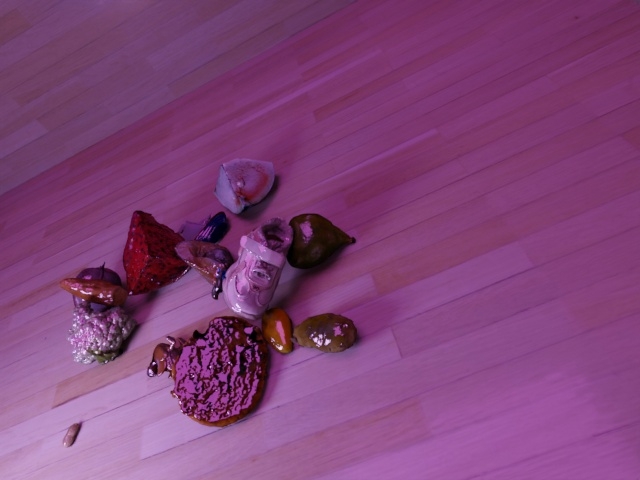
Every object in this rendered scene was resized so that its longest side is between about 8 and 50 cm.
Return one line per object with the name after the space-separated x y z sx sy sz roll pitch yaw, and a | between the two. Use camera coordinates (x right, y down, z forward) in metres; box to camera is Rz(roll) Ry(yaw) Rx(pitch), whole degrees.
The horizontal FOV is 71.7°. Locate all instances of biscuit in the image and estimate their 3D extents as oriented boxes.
-0.308 0.403 1.384 0.289 0.081 0.334 12 62 6 | biscuit

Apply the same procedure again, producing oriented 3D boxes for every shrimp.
-0.415 0.086 1.655 0.445 0.221 0.110 37 112 56 | shrimp

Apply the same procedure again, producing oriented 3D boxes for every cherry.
-0.950 0.207 1.884 0.183 0.213 0.266 20 86 2 | cherry

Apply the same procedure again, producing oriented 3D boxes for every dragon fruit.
-0.681 0.016 1.806 0.302 0.240 0.330 -18 77 -24 | dragon fruit

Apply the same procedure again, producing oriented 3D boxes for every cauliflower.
-0.871 0.353 1.740 0.315 0.239 0.256 28 96 60 | cauliflower

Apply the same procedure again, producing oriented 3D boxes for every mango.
-0.141 0.290 1.446 0.101 0.066 0.187 -31 50 4 | mango

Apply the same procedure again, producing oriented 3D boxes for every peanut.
-0.873 0.680 1.550 0.037 0.037 0.083 -4 47 27 | peanut

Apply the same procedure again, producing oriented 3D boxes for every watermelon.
-0.330 -0.267 1.926 0.289 0.214 0.320 -38 32 -7 | watermelon

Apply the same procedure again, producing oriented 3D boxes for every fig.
0.000 0.000 1.573 0.235 0.203 0.203 0 39 -23 | fig

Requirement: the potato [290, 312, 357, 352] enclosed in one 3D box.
0.010 0.281 1.345 0.225 0.090 0.117 -7 56 34 | potato

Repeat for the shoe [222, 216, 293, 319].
-0.201 0.077 1.456 0.198 0.171 0.351 -45 31 45 | shoe

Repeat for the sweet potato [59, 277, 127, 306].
-0.893 0.195 1.742 0.097 0.251 0.097 -162 90 -76 | sweet potato

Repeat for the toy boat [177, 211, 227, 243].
-0.549 -0.033 1.959 0.318 0.072 0.219 -9 46 28 | toy boat

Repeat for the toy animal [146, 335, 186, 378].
-0.539 0.431 1.545 0.188 0.089 0.179 37 93 44 | toy animal

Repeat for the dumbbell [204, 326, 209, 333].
-0.386 0.400 1.475 0.092 0.082 0.231 5 56 32 | dumbbell
